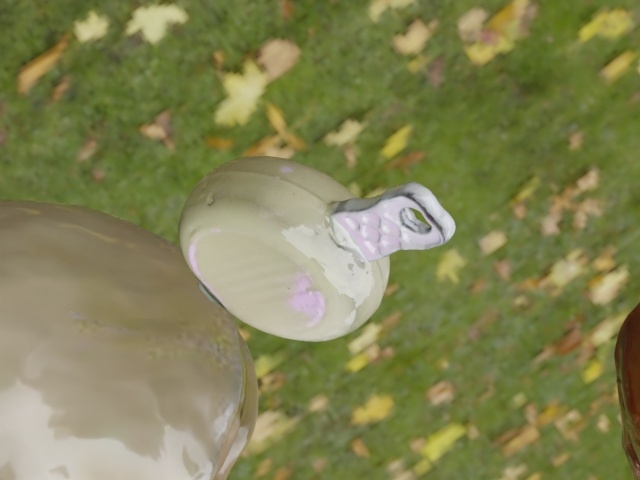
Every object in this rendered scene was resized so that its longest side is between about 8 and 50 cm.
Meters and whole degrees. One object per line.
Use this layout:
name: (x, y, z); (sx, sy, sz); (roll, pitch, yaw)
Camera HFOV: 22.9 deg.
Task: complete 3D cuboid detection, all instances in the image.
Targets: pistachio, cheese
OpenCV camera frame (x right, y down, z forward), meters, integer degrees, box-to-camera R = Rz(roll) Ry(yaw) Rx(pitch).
pistachio: (-0.268, 0.128, 1.172); (0.446, 0.365, 0.281); (-4, 147, -3)
cheese: (0.000, 0.000, 0.977); (0.227, 0.137, 0.064); (-14, -145, 54)

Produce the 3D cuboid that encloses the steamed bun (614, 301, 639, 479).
steamed bun: (0.427, 0.094, 1.279); (0.379, 0.248, 0.235); (-41, 152, -8)
